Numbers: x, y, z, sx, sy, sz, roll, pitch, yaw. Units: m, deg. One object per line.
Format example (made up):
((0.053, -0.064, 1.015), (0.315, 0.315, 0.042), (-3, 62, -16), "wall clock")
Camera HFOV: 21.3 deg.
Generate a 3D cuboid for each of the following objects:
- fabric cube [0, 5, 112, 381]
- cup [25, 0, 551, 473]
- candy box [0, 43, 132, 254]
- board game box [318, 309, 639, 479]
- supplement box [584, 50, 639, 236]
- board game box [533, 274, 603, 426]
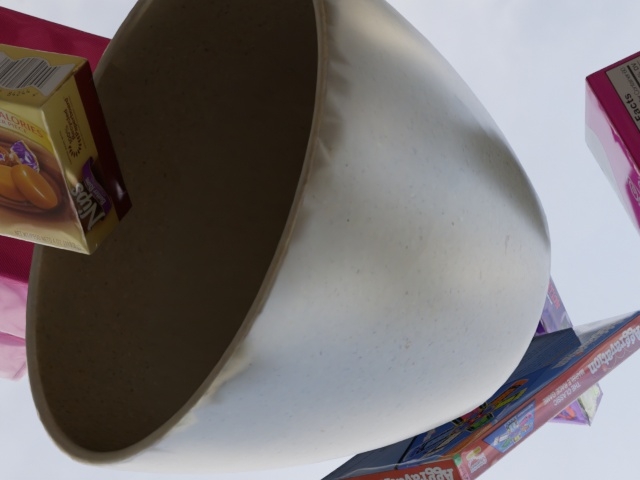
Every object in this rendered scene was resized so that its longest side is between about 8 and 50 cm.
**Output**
((-0.339, -0.049, 1.499), (0.259, 0.258, 0.254), (137, -37, -58), "fabric cube")
((0.000, 0.000, 1.046), (0.331, 0.237, 0.331), (-34, -133, 46), "cup")
((-0.209, -0.063, 0.995), (0.186, 0.109, 0.053), (11, -135, 26), "candy box")
((0.134, 0.128, 1.319), (0.145, 0.027, 0.281), (-20, -174, 45), "board game box")
((0.307, -0.097, 1.206), (0.220, 0.111, 0.114), (-24, -112, 0), "supplement box")
((0.069, 0.080, 1.578), (0.346, 0.208, 0.056), (1, -139, 34), "board game box")
